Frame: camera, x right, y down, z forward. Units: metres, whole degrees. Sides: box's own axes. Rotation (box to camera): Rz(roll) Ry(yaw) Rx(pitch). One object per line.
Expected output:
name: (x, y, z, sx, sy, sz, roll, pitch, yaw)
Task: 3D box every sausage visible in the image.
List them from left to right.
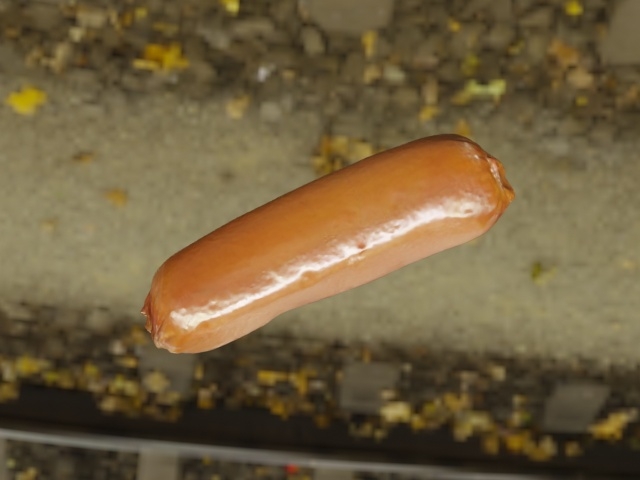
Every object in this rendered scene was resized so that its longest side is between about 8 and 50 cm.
sausage: (0.000, 0.000, 1.597, 0.348, 0.097, 0.094, -23, 144, 2)
